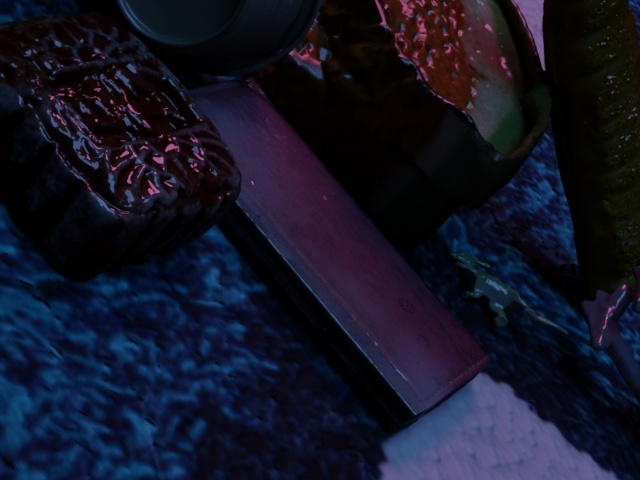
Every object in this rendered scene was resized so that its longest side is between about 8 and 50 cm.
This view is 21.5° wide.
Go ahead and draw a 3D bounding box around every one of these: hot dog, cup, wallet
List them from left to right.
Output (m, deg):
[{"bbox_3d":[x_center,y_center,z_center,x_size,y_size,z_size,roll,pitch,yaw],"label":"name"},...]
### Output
[{"bbox_3d":[-0.062,-0.148,0.957,0.120,0.120,0.141,43,13,-3],"label":"cup"},{"bbox_3d":[0.000,0.000,0.966,0.232,0.025,0.119,50,29,10],"label":"wallet"},{"bbox_3d":[0.188,-0.089,1.129,0.083,0.068,0.289,-81,163,-64],"label":"hot dog"}]

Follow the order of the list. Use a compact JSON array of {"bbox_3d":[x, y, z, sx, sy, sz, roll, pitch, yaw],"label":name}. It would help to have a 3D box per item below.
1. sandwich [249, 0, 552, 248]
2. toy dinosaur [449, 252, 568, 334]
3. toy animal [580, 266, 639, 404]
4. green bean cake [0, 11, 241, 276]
[{"bbox_3d":[0.048,-0.114,1.104,0.212,0.109,0.292,17,36,-31],"label":"sandwich"},{"bbox_3d":[0.117,0.035,1.082,0.083,0.021,0.062,26,21,-30],"label":"toy dinosaur"},{"bbox_3d":[0.249,0.106,1.088,0.205,0.081,0.367,57,28,-2],"label":"toy animal"},{"bbox_3d":[-0.113,-0.054,0.855,0.135,0.056,0.135,50,27,9],"label":"green bean cake"}]
